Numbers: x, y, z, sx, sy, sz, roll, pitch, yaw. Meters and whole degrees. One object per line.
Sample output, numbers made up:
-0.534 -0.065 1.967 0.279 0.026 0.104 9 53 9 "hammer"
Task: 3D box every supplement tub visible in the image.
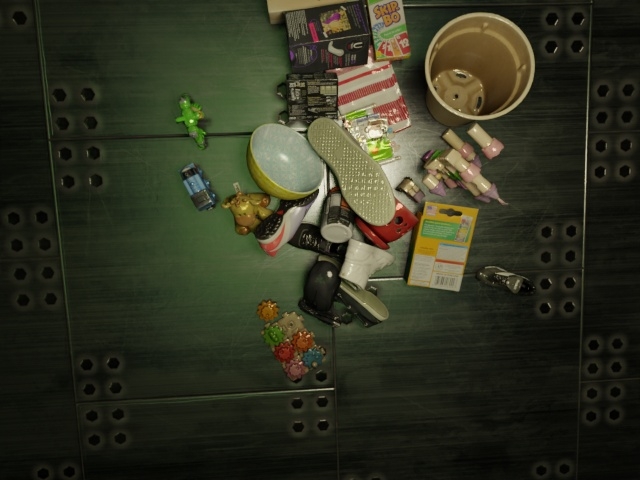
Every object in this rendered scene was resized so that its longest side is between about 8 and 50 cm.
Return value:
0.065 -0.096 1.705 0.117 0.190 0.117 5 142 4 "supplement tub"

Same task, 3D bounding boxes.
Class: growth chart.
0.187 -0.377 1.739 0.172 0.021 0.237 -25 101 2 "growth chart"

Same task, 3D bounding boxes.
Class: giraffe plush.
-0.264 -0.112 1.695 0.181 0.170 0.210 -36 98 2 "giraffe plush"

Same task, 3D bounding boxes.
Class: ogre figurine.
-0.454 -0.423 1.673 0.097 0.118 0.196 2 97 -4 "ogre figurine"

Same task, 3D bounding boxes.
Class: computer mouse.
0.001 0.196 1.717 0.189 0.072 0.272 23 126 20 "computer mouse"

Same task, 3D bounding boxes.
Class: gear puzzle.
-0.125 0.370 1.826 0.176 0.044 0.338 -32 98 1 "gear puzzle"

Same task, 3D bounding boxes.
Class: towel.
0.174 -0.529 1.739 0.237 0.037 0.328 -21 98 0 "towel"

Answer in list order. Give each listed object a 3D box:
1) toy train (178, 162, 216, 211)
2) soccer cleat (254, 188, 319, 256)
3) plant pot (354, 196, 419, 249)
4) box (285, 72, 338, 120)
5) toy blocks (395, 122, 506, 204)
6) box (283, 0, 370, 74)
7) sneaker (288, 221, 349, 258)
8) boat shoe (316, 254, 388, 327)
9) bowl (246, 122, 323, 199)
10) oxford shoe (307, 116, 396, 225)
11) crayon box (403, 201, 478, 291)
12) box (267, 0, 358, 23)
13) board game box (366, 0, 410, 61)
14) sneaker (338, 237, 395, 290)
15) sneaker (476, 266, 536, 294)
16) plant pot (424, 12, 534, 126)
-0.441 -0.190 1.708 0.080 0.105 0.184 -27 98 0 "toy train"
-0.111 -0.080 1.719 0.318 0.109 0.116 -50 143 -28 "soccer cleat"
0.230 -0.078 1.723 0.191 0.191 0.174 44 99 -7 "plant pot"
-0.030 -0.506 1.678 0.180 0.077 0.147 -3 127 -3 "box"
0.489 -0.208 1.675 0.260 0.288 0.309 41 92 -11 "toy blocks"
0.022 -0.687 1.622 0.271 0.165 0.143 -8 74 0 "box"
0.000 0.000 1.748 0.284 0.124 0.107 13 96 -5 "sneaker"
0.097 0.199 1.786 0.340 0.127 0.113 40 118 -7 "boat shoe"
-0.149 -0.250 1.677 0.289 0.289 0.156 44 136 -7 "bowl"
0.121 -0.245 1.661 0.169 0.130 0.449 -40 73 18 "oxford shoe"
0.445 0.017 1.777 0.203 0.083 0.322 8 106 -4 "crayon box"
-0.031 -0.850 1.643 0.311 0.121 0.147 -8 97 -2 "box"
0.239 -0.768 1.690 0.124 0.039 0.259 -8 82 -3 "board game box"
0.160 0.098 1.710 0.108 0.293 0.169 21 92 36 "sneaker"
0.718 0.156 1.819 0.235 0.106 0.078 17 95 -5 "sneaker"
0.492 -0.532 1.607 0.334 0.305 0.333 0 89 2 "plant pot"
